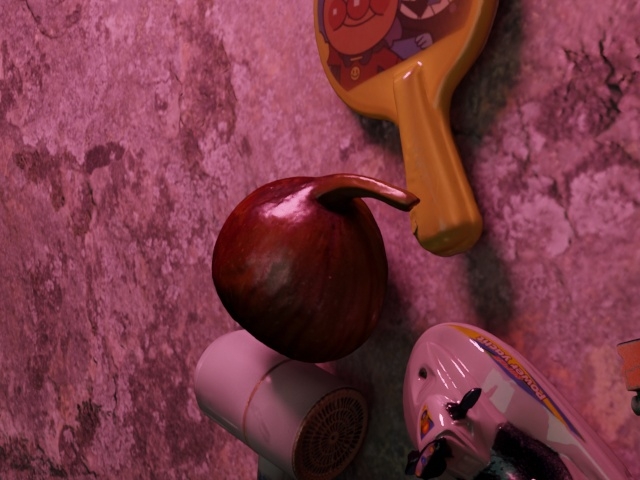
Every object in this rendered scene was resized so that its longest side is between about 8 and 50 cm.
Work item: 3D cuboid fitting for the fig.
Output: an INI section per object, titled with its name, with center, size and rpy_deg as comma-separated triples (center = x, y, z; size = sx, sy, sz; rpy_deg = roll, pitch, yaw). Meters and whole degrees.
[fig]
center = -0.006, -0.001, 0.800
size = 0.175, 0.175, 0.207
rpy_deg = 45, 132, 34

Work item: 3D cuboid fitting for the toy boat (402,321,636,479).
[toy boat]
center = 0.150, 0.187, 0.684
size = 0.269, 0.140, 0.141
rpy_deg = 44, 123, 18

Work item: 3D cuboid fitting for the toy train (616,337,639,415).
[toy train]
center = 0.267, 0.094, 0.621
size = 0.103, 0.044, 0.064
rpy_deg = -24, 65, 44

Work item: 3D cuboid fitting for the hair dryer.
[hair dryer]
center = -0.057, 0.285, 0.932
size = 0.173, 0.107, 0.358
rpy_deg = 23, 115, 43

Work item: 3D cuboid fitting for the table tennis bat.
[table tennis bat]
center = 0.080, -0.165, 0.788
size = 0.224, 0.054, 0.369
rpy_deg = -22, 73, 45
